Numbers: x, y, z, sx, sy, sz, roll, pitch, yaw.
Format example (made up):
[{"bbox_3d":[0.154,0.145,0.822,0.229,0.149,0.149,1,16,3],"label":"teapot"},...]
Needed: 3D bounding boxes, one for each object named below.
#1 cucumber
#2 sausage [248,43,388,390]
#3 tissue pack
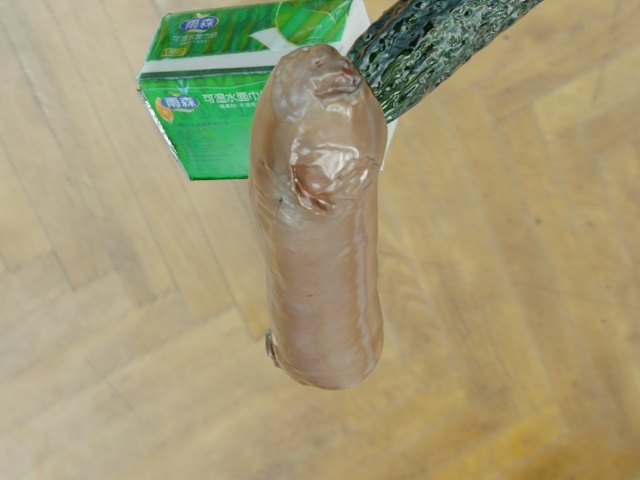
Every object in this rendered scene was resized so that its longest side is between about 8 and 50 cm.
[{"bbox_3d":[0.098,-0.171,1.289,0.265,0.077,0.077,-39,114,-29],"label":"cucumber"},{"bbox_3d":[0.000,0.000,1.181,0.094,0.419,0.094,20,67,10],"label":"sausage"},{"bbox_3d":[-0.040,-0.160,1.636,0.148,0.209,0.156,62,36,-44],"label":"tissue pack"}]
